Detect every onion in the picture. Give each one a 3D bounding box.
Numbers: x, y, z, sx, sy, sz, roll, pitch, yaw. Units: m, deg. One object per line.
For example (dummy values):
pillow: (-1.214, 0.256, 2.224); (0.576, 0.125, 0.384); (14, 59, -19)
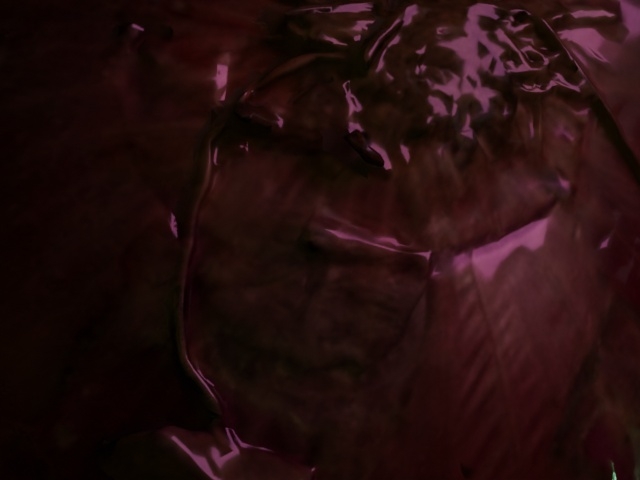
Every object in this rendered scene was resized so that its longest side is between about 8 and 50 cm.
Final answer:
onion: (0.014, -0.002, 0.523); (0.354, 0.354, 0.353); (37, 29, -25)
